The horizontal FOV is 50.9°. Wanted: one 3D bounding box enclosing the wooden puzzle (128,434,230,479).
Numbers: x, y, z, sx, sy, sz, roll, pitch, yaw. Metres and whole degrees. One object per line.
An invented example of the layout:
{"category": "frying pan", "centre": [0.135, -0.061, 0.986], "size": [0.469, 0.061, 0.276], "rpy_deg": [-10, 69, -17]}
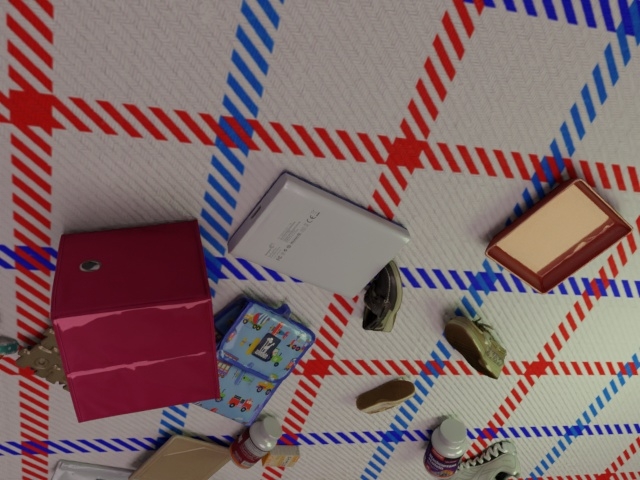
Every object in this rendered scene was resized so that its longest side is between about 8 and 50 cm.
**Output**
{"category": "wooden puzzle", "centre": [-0.374, 0.610, 1.858], "size": [0.238, 0.044, 0.221], "rpy_deg": [25, 122, -38]}

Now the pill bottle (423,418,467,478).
{"category": "pill bottle", "centre": [0.379, 0.624, 2.026], "size": [0.108, 0.108, 0.194], "rpy_deg": [-4, 133, -12]}

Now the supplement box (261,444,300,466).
{"category": "supplement box", "centre": [-0.115, 0.621, 1.938], "size": [0.098, 0.036, 0.062], "rpy_deg": [8, 130, -22]}

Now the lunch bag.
{"category": "lunch bag", "centre": [-0.166, 0.252, 1.536], "size": [0.221, 0.138, 0.293], "rpy_deg": [34, 104, -36]}

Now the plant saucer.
{"category": "plant saucer", "centre": [0.529, -0.012, 1.510], "size": [0.259, 0.048, 0.258], "rpy_deg": [30, 119, -35]}

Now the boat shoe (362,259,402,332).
{"category": "boat shoe", "centre": [0.134, 0.136, 1.519], "size": [0.073, 0.080, 0.224], "rpy_deg": [-11, 139, -13]}

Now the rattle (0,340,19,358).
{"category": "rattle", "centre": [-0.688, 0.218, 1.336], "size": [0.130, 0.143, 0.200], "rpy_deg": [-27, 130, -15]}

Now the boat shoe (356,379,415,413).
{"category": "boat shoe", "centre": [0.182, 0.427, 1.824], "size": [0.169, 0.063, 0.059], "rpy_deg": [-20, 138, 17]}

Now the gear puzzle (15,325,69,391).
{"category": "gear puzzle", "centre": [-0.480, 0.195, 1.439], "size": [0.338, 0.044, 0.175], "rpy_deg": [-35, 130, 14]}

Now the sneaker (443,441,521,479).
{"category": "sneaker", "centre": [0.526, 0.776, 2.206], "size": [0.292, 0.118, 0.110], "rpy_deg": [-40, 132, 23]}

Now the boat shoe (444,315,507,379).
{"category": "boat shoe", "centre": [0.397, 0.255, 1.704], "size": [0.089, 0.104, 0.285], "rpy_deg": [-56, 139, -14]}

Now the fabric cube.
{"category": "fabric cube", "centre": [-0.334, 0.141, 1.248], "size": [0.257, 0.254, 0.259], "rpy_deg": [-7, 125, -11]}

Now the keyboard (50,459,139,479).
{"category": "keyboard", "centre": [-0.596, 0.647, 1.830], "size": [0.255, 0.014, 0.072], "rpy_deg": [21, 102, -31]}

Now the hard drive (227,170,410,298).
{"category": "hard drive", "centre": [0.000, 0.000, 1.380], "size": [0.318, 0.040, 0.210], "rpy_deg": [23, 123, -31]}

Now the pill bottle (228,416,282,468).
{"category": "pill bottle", "centre": [-0.173, 0.543, 1.815], "size": [0.086, 0.086, 0.152], "rpy_deg": [26, 121, -34]}
